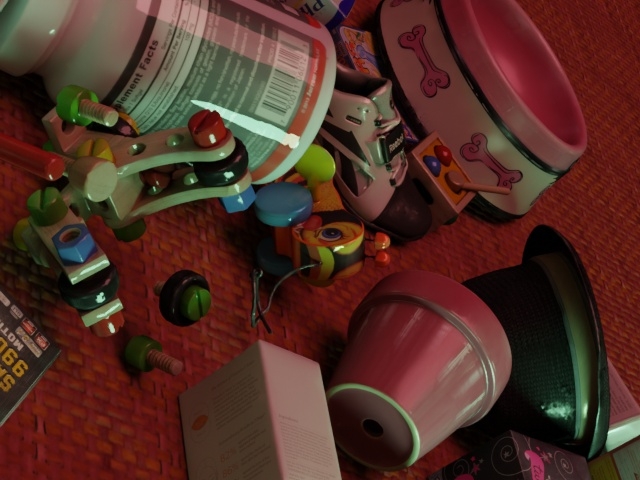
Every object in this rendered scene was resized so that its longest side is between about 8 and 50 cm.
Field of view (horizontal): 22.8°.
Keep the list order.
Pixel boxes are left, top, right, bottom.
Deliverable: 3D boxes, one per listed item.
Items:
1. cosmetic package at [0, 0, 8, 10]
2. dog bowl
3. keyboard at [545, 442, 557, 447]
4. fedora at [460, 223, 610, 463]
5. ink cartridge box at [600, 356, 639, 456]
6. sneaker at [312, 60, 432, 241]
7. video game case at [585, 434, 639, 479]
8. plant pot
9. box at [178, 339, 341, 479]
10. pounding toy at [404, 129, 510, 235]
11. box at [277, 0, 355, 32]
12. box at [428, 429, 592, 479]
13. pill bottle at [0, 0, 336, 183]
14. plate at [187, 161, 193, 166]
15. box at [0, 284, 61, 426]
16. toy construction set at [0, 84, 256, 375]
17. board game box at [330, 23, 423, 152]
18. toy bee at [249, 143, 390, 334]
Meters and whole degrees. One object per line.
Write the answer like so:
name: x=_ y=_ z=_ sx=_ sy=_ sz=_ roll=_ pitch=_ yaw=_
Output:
cosmetic package: x=-0.406 y=-0.212 z=1.455 sx=0.161 sy=0.230 sz=0.453 roll=43 pitch=31 yaw=-18
dog bowl: x=0.265 y=-0.244 z=2.483 sx=0.408 sy=0.150 sz=0.408 roll=44 pitch=27 yaw=-29
keyboard: x=0.295 y=0.301 z=2.146 sx=0.108 sy=0.023 sz=0.180 roll=46 pitch=30 yaw=-27
fedora: x=0.259 y=0.145 z=2.066 sx=0.152 sy=0.334 sz=0.334 roll=-6 pitch=56 yaw=-9
ink cartridge box: x=0.399 y=0.265 z=2.199 sx=0.296 sy=0.066 sz=0.261 roll=-110 pitch=179 yaw=-60
sneaker: x=0.062 y=-0.139 z=2.137 sx=0.330 sy=0.146 sz=0.122 roll=46 pitch=30 yaw=-18
video game case: x=0.368 y=0.357 z=1.926 sx=0.025 sy=0.285 sz=0.204 roll=21 pitch=44 yaw=-45
plant pot: x=0.099 y=0.164 z=1.851 sx=0.201 sy=0.201 sz=0.180 roll=50 pitch=45 yaw=-8
box: x=-0.062 y=0.212 z=1.617 sx=0.091 sy=0.130 sz=0.171 roll=25 pitch=41 yaw=-39
pounding toy: x=0.178 y=-0.080 z=2.282 sx=0.141 sy=0.100 sz=0.130 roll=53 pitch=30 yaw=-3
box: x=-0.045 y=-0.334 z=2.194 sx=0.137 sy=0.126 sz=0.072 roll=45 pitch=30 yaw=-16
box: x=0.252 y=0.375 z=1.888 sx=0.163 sy=0.142 sz=0.247 roll=24 pitch=41 yaw=-42
pill bottle: x=-0.182 y=-0.214 z=1.771 sx=0.362 sy=0.210 sz=0.210 roll=21 pitch=43 yaw=-29
plate: x=-0.163 y=-0.154 z=1.947 sx=0.188 sy=0.024 sz=0.188 roll=34 pitch=36 yaw=-30
box: x=-0.359 y=0.072 z=1.407 sx=0.231 sy=0.056 sz=0.183 roll=49 pitch=30 yaw=-9
toy construction set: x=-0.246 y=-0.056 z=1.582 sx=0.237 sy=0.257 sz=0.309 roll=22 pitch=-11 yaw=36
board game box: x=0.083 y=-0.223 z=2.356 sx=0.136 sy=0.035 sz=0.201 roll=5 pitch=56 yaw=-53
toy bee: x=0.000 y=0.000 z=1.888 sx=0.195 sy=0.162 sz=0.298 roll=90 pitch=-1 yaw=-57
